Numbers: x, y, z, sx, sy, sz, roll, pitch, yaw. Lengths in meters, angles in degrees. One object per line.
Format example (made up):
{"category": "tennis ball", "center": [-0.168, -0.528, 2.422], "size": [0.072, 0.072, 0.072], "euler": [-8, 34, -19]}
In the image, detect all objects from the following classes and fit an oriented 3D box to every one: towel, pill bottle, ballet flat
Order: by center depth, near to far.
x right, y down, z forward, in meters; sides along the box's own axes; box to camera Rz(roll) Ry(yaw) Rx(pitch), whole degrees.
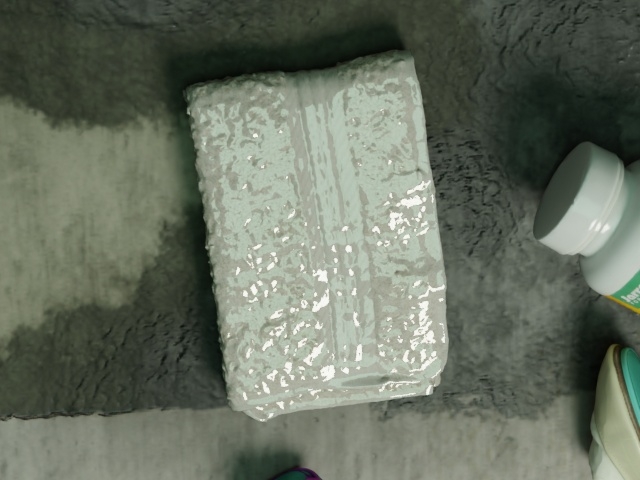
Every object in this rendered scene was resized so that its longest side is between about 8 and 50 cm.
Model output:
{"category": "pill bottle", "center": [0.277, 0.006, 1.351], "size": [0.208, 0.117, 0.118], "euler": [27, 101, -10]}
{"category": "towel", "center": [0.000, 0.000, 1.366], "size": [0.187, 0.049, 0.282], "euler": [-9, 105, -2]}
{"category": "ballet flat", "center": [0.268, 0.201, 1.425], "size": [0.086, 0.086, 0.248], "euler": [-29, 105, 4]}

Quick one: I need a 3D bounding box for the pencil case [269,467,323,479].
{"category": "pencil case", "center": [-0.001, 0.267, 1.425], "size": [0.070, 0.064, 0.152], "euler": [-17, 107, 26]}
